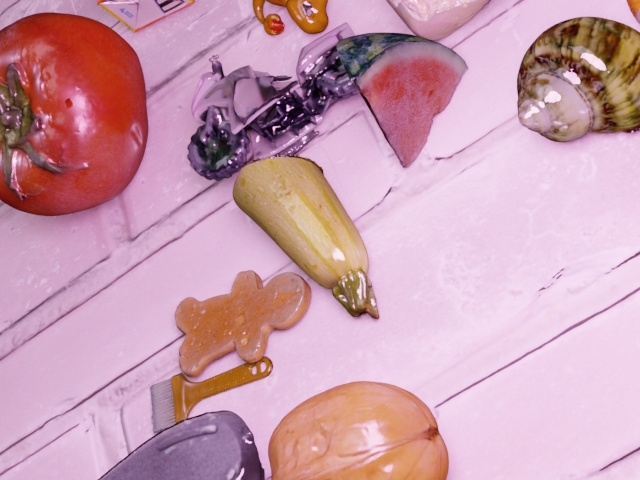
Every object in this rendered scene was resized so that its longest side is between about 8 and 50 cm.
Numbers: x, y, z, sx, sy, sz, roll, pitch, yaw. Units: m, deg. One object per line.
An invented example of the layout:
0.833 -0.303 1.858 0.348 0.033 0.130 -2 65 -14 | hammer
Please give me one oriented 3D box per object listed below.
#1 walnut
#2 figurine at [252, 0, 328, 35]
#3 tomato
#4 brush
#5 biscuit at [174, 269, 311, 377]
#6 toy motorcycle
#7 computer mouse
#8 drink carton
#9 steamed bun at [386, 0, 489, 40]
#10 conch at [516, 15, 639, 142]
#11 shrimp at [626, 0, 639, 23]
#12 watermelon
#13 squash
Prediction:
0.041 0.267 1.302 0.226 0.193 0.193 -17 58 26 | walnut
-0.055 -0.387 1.782 0.176 0.121 0.122 46 125 31 | figurine
-0.425 -0.210 1.822 0.342 0.273 0.341 5 98 36 | tomato
-0.161 0.213 1.583 0.218 0.010 0.082 -24 55 22 | brush
-0.114 0.115 1.585 0.234 0.030 0.153 -25 53 22 | biscuit
-0.076 -0.231 1.671 0.327 0.143 0.188 -32 52 8 | toy motorcycle
-0.224 0.379 1.473 0.374 0.114 0.203 -34 49 7 | computer mouse
-0.329 -0.577 2.045 0.155 0.111 0.351 -20 57 25 | drink carton
0.152 -0.406 1.548 0.225 0.171 0.200 62 147 24 | steamed bun
0.336 -0.198 1.377 0.187 0.124 0.181 38 94 33 | conch
0.538 -0.337 1.350 0.317 0.062 0.164 -2 63 37 | shrimp
0.113 -0.216 1.504 0.136 0.207 0.202 -32 93 28 | watermelon
0.006 -0.014 1.521 0.137 0.137 0.287 -48 55 4 | squash
